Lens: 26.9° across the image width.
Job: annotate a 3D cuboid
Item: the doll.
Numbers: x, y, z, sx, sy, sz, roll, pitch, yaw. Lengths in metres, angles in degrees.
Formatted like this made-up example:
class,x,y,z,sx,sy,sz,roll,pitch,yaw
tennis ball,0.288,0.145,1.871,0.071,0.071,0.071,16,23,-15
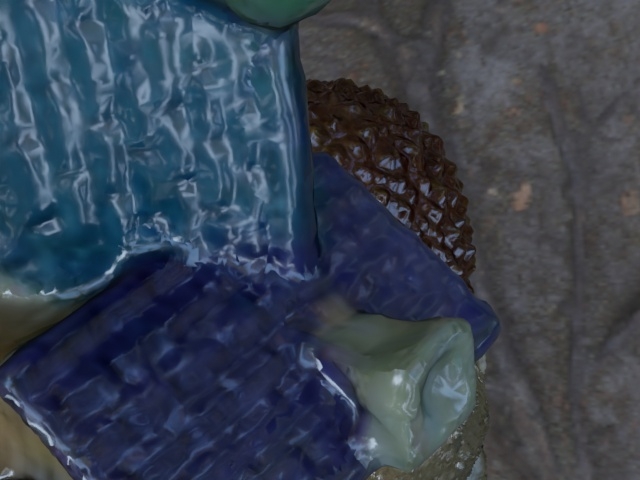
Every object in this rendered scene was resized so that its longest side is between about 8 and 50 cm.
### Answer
class,x,y,z,sx,sy,sz,roll,pitch,yaw
doll,0.046,0.096,0.758,0.105,0.221,0.115,33,53,26

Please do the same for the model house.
class,x,y,z,sx,sy,sz,roll,pitch,yaw
model house,-0.083,-0.005,0.534,0.245,0.280,0.312,-37,132,-43

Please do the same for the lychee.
class,x,y,z,sx,sy,sz,roll,pitch,yaw
lychee,0.000,0.000,1.151,0.276,0.275,0.304,-19,56,-24
